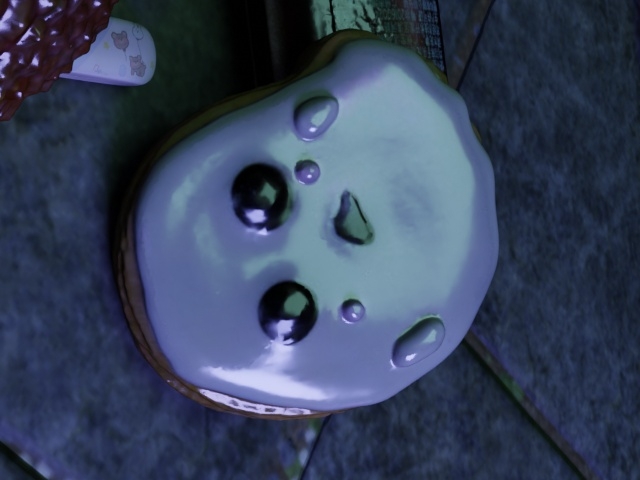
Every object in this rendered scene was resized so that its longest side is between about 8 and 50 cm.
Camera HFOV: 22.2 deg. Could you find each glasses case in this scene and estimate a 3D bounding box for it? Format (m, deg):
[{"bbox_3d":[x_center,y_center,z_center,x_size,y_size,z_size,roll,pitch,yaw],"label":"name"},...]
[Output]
[{"bbox_3d":[-0.113,-0.094,0.794,0.083,0.021,0.032,5,78,-48],"label":"glasses case"}]

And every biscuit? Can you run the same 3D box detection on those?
[{"bbox_3d":[0.000,0.000,0.820,0.208,0.049,0.181,-28,100,-18],"label":"biscuit"}]

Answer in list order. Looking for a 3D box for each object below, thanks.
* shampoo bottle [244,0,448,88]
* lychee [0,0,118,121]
[{"bbox_3d":[0.013,-0.131,0.899,0.129,0.084,0.323,-9,91,-45],"label":"shampoo bottle"},{"bbox_3d":[-0.163,-0.124,0.625,0.194,0.194,0.194,10,76,-47],"label":"lychee"}]
